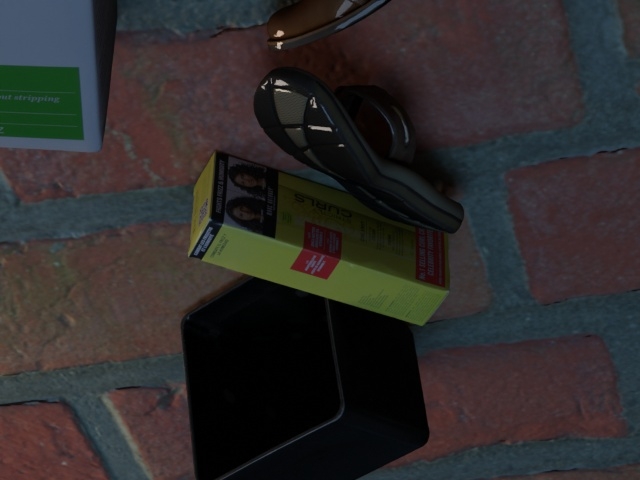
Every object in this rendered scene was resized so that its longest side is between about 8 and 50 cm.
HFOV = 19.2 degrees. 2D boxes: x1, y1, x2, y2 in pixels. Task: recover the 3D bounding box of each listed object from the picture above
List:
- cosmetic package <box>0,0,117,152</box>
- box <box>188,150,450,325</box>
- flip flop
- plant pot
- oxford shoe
[{"bbox_3d":[-0.250,-0.239,1.361,0.197,0.155,0.365,2,144,0],"label":"cosmetic package"},{"bbox_3d":[0.000,0.000,1.691,0.232,0.087,0.058,18,136,-17],"label":"box"},{"bbox_3d":[0.042,-0.084,1.596,0.112,0.080,0.277,20,171,41],"label":"flip flop"},{"bbox_3d":[-0.004,0.138,1.793,0.187,0.188,0.167,-31,143,32],"label":"plant pot"},{"bbox_3d":[0.033,-0.213,1.472,0.212,0.076,0.076,-27,102,32],"label":"oxford shoe"}]
